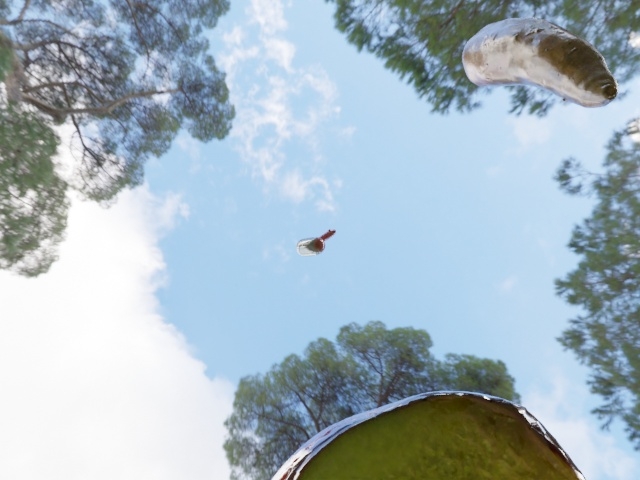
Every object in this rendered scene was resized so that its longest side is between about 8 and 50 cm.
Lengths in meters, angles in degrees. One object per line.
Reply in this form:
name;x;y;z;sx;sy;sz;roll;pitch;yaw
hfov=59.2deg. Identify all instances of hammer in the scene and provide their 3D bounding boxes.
hammer;0.000;0.000;0.944;0.083;0.053;0.031;-32;-71;-44

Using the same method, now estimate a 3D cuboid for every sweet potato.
sweet potato;0.271;-0.235;0.728;0.098;0.292;0.097;-6;-66;-15

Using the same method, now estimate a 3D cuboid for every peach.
peach;0.080;0.246;0.460;0.275;0.245;0.248;-34;-87;-11
